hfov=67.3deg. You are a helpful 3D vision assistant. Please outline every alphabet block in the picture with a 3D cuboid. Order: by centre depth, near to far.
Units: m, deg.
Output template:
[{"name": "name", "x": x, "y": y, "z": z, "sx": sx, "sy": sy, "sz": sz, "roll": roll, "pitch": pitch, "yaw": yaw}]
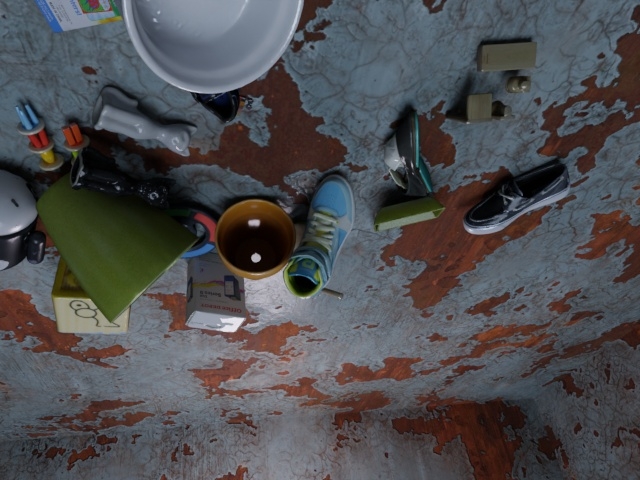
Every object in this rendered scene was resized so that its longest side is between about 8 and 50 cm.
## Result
[{"name": "alphabet block", "x": -0.621, "y": 0.131, "z": 1.337, "sx": 0.192, "sy": 0.194, "sz": 0.197, "roll": 5, "pitch": 142, "yaw": -21}]

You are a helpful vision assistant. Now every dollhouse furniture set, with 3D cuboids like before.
[{"name": "dollhouse furniture set", "x": 0.364, "y": -0.341, "z": 1.041, "sx": 0.143, "sy": 0.123, "sz": 0.151, "roll": -6, "pitch": 109, "yaw": -5}]

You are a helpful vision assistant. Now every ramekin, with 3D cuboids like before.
[{"name": "ramekin", "x": -0.173, "y": -0.377, "z": 0.715, "sx": 0.277, "sy": 0.135, "sz": 0.277, "roll": -26, "pitch": 145, "yaw": -20}]

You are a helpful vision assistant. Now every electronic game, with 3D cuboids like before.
[{"name": "electronic game", "x": -0.381, "y": -0.021, "z": 1.302, "sx": 0.229, "sy": 0.048, "sz": 0.229, "roll": -5, "pitch": 143, "yaw": -4}]

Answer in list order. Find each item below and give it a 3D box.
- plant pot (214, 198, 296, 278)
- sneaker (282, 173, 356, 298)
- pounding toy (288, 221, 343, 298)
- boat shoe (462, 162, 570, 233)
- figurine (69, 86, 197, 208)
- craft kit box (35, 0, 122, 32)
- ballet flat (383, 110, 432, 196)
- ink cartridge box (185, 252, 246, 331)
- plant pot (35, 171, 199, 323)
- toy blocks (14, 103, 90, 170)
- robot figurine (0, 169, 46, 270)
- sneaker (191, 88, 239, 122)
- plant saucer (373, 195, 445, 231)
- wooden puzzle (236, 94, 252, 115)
[{"name": "plant pot", "x": -0.175, "y": 0.019, "z": 1.296, "sx": 0.204, "sy": 0.205, "sz": 0.188, "roll": -2, "pitch": 160, "yaw": -9}, {"name": "sneaker", "x": 0.000, "y": 0.000, "z": 1.184, "sx": 0.127, "sy": 0.208, "sz": 0.319, "roll": 14, "pitch": 104, "yaw": 9}, {"name": "pounding toy", "x": -0.005, "y": 0.039, "z": 1.401, "sx": 0.182, "sy": 0.110, "sz": 0.237, "roll": 1, "pitch": 116, "yaw": 39}, {"name": "boat shoe", "x": 0.528, "y": -0.118, "z": 1.314, "sx": 0.301, "sy": 0.108, "sz": 0.102, "roll": -23, "pitch": 142, "yaw": 15}, {"name": "figurine", "x": -0.381, "y": -0.181, "z": 1.010, "sx": 0.209, "sy": 0.092, "sz": 0.215, "roll": 16, "pitch": 107, "yaw": -39}, {"name": "craft kit box", "x": -0.342, "y": -0.456, "z": 0.713, "sx": 0.246, "sy": 0.061, "sz": 0.250, "roll": -7, "pitch": 144, "yaw": 2}, {"name": "ballet flat", "x": 0.207, "y": -0.191, "z": 1.162, "sx": 0.096, "sy": 0.095, "sz": 0.280, "roll": -6, "pitch": 146, "yaw": 17}, {"name": "ink cartridge box", "x": -0.307, "y": 0.149, "z": 1.409, "sx": 0.154, "sy": 0.213, "sz": 0.093, "roll": 13, "pitch": 139, "yaw": -27}, {"name": "plant pot", "x": -0.481, "y": -0.012, "z": 1.097, "sx": 0.293, "sy": 0.275, "sz": 0.274, "roll": 46, "pitch": 124, "yaw": -10}, {"name": "toy blocks", "x": -0.549, "y": -0.216, "z": 0.995, "sx": 0.123, "sy": 0.054, "sz": 0.148, "roll": -4, "pitch": 143, "yaw": -6}, {"name": "robot figurine", "x": -0.747, "y": -0.040, "z": 1.099, "sx": 0.209, "sy": 0.174, "sz": 0.278, "roll": 5, "pitch": 143, "yaw": -35}, {"name": "sneaker", "x": -0.226, "y": -0.319, "z": 0.887, "sx": 0.081, "sy": 0.091, "sz": 0.232, "roll": -25, "pitch": 138, "yaw": 20}, {"name": "plant saucer", "x": 0.233, "y": -0.074, "z": 1.313, "sx": 0.188, "sy": 0.045, "sz": 0.188, "roll": -13, "pitch": 174, "yaw": 6}, {"name": "wooden puzzle", "x": -0.186, "y": -0.288, "z": 1.014, "sx": 0.083, "sy": 0.006, "sz": 0.049, "roll": 10, "pitch": 140, "yaw": -23}]
